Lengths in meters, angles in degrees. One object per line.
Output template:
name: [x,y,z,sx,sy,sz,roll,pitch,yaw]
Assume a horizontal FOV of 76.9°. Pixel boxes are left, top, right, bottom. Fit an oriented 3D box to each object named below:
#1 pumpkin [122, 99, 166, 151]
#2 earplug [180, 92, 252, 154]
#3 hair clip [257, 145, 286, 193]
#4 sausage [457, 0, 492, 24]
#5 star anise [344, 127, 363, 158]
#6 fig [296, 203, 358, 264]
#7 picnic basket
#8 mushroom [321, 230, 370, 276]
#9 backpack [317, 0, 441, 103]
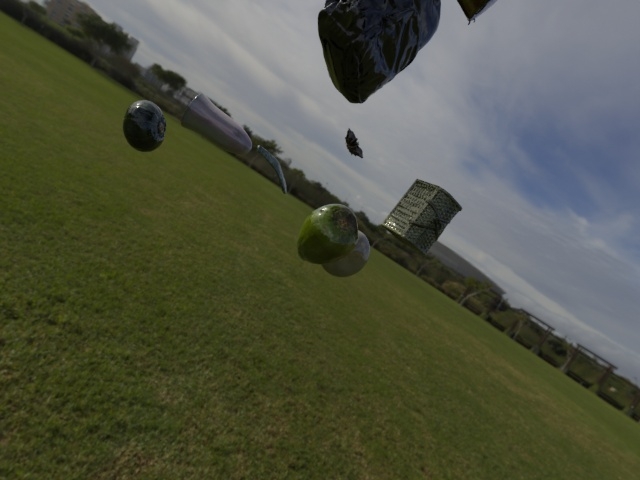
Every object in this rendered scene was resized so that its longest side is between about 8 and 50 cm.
pumpkin: [-0.580,-0.376,1.329,0.125,0.166,0.167,-3,0,9]
earplug: [-0.437,-0.488,1.784,0.301,0.172,0.172,34,5,-9]
hair clip: [-0.166,-0.259,1.474,0.229,0.036,0.065,59,26,-46]
sausage: [0.290,-0.629,0.829,0.317,0.125,0.117,58,2,-9]
star anise: [0.146,-0.403,1.739,0.129,0.056,0.124,59,-14,17]
fig: [-0.001,-0.011,1.181,0.167,0.234,0.167,48,30,-40]
picnic basket: [0.327,-0.070,1.279,0.134,0.196,0.154,38,0,-37]
mushroom: [0.080,0.048,1.585,0.207,0.206,0.209,29,-18,-35]
backpack: [0.198,-0.683,1.283,0.254,0.446,0.363,51,-8,22]
